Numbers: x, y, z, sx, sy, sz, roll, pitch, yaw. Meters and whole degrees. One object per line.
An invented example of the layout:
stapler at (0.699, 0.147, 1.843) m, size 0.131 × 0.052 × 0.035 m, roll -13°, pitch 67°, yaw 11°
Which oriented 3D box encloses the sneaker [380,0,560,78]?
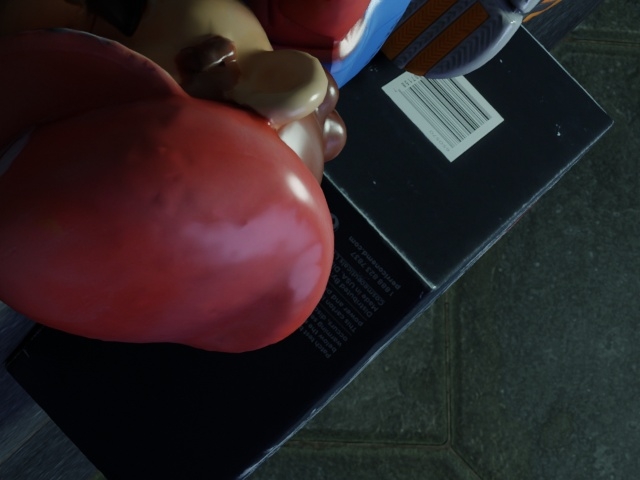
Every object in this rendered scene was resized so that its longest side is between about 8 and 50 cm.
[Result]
sneaker at (0.170, -0.237, 1.147) m, size 0.321 × 0.124 × 0.180 m, roll -34°, pitch -175°, yaw 27°

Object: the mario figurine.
mario figurine at (-0.038, -0.098, 0.662) m, size 0.320 × 0.170 × 0.198 m, roll -54°, pitch 148°, yaw -44°

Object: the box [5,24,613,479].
box at (0.000, 0.000, 1.296) m, size 0.312 × 0.179 × 0.343 m, roll -46°, pitch 175°, yaw 35°
